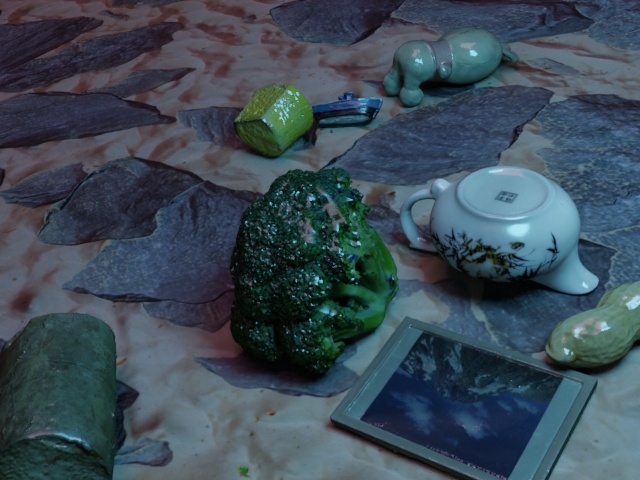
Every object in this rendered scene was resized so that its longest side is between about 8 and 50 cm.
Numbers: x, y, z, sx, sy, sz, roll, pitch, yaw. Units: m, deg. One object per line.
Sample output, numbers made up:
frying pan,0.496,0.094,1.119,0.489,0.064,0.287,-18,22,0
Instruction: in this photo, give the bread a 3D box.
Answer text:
bread,-0.085,-0.223,1.666,0.129,0.111,0.114,-4,37,50

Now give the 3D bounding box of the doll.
doll,0.254,-0.356,1.734,0.275,0.113,0.155,-21,35,-9

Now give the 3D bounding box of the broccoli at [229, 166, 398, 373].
broccoli,-0.011,0.034,1.248,0.265,0.245,0.295,-14,47,59

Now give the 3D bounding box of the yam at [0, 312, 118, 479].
yam,-0.342,0.218,1.146,0.161,0.161,0.268,-14,39,-2

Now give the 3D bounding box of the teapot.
teapot,0.251,-0.019,1.297,0.299,0.166,0.208,10,50,37

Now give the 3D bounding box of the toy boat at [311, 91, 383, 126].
toy boat,0.052,-0.254,1.705,0.137,0.060,0.061,-4,60,16

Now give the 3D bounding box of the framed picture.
framed picture,0.179,0.204,1.124,0.281,0.019,0.209,15,46,30

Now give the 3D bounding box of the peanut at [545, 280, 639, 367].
peanut,0.372,0.110,1.144,0.187,0.082,0.082,-29,40,-18
